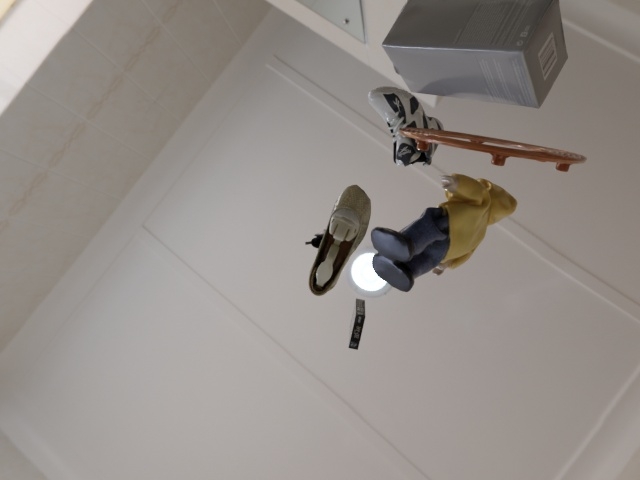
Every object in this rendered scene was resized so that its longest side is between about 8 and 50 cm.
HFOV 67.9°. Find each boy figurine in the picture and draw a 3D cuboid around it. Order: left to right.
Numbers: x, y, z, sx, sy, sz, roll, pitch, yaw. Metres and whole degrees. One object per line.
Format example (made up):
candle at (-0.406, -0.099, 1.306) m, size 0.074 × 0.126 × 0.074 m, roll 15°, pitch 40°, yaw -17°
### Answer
boy figurine at (0.211, -0.034, 0.764) m, size 0.285 × 0.177 × 0.092 m, roll -30°, pitch -141°, yaw -29°

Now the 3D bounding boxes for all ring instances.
ring at (0.313, -0.173, 0.895) m, size 0.337 × 0.336 × 0.032 m, roll 11°, pitch -71°, yaw 11°

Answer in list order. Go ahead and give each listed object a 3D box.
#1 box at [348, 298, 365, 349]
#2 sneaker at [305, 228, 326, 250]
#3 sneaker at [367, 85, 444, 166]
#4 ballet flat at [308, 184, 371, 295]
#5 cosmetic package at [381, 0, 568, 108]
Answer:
box at (0.068, 0.153, 0.878) m, size 0.018 × 0.083 × 0.067 m, roll 11°, pitch -75°, yaw 2°
sneaker at (0.000, 0.000, 0.839) m, size 0.069 × 0.098 × 0.038 m, roll -15°, pitch -92°, yaw -30°
sneaker at (0.204, -0.265, 1.178) m, size 0.094 × 0.235 × 0.152 m, roll -13°, pitch -126°, yaw 48°
ballet flat at (0.027, 0.005, 0.662) m, size 0.057 × 0.052 × 0.168 m, roll 21°, pitch -72°, yaw 6°
cosmetic package at (0.228, -0.288, 0.722) m, size 0.238 × 0.127 × 0.107 m, roll 28°, pitch -96°, yaw 39°
